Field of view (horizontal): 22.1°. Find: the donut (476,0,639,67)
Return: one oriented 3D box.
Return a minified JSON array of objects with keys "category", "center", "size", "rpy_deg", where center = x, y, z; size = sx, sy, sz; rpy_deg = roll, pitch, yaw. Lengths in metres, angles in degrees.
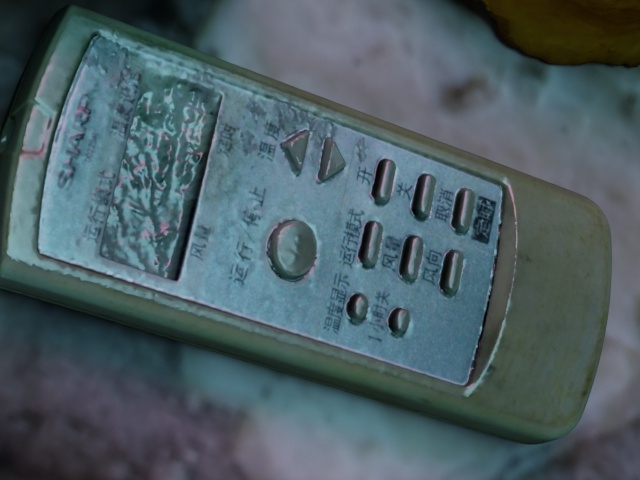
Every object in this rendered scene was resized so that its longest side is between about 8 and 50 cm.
[{"category":"donut","center":[0.121,-0.196,0.639],"size":[0.253,0.118,0.253],"rpy_deg":[-1,94,-20]}]

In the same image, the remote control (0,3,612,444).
[{"category":"remote control","center":[0.000,0.000,0.576],"size":[0.233,0.038,0.098],"rpy_deg":[19,72,-22]}]
